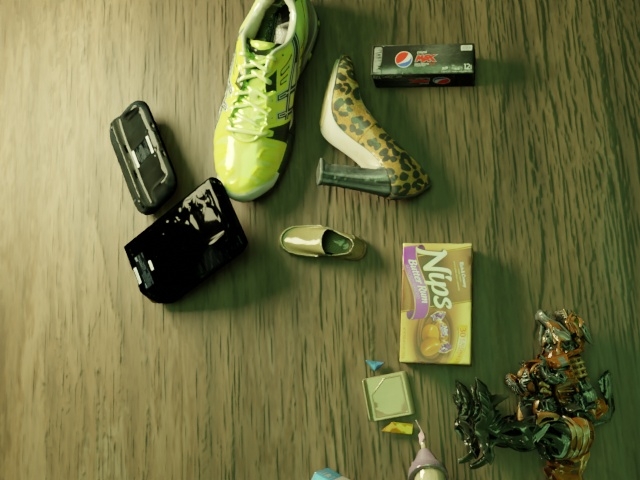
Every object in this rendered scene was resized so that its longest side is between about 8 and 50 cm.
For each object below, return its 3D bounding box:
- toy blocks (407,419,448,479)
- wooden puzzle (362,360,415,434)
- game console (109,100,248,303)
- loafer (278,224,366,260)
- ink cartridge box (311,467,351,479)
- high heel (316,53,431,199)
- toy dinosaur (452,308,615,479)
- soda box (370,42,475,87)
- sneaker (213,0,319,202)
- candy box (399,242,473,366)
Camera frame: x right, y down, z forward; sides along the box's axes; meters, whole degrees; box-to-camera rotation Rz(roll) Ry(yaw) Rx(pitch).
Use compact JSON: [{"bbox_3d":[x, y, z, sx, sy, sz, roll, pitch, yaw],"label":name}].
[{"bbox_3d":[0.192,0.425,1.047,0.308,0.260,0.289,-15,118,10],"label":"toy blocks"},{"bbox_3d":[0.106,0.243,1.231,0.078,0.014,0.116,-5,77,7],"label":"wooden puzzle"},{"bbox_3d":[-0.267,-0.086,1.349,0.213,0.044,0.361,-34,68,23],"label":"game console"},{"bbox_3d":[0.000,0.000,1.290,0.148,0.050,0.056,4,78,13],"label":"loafer"},{"bbox_3d":[0.046,0.411,1.165,0.143,0.090,0.092,23,83,17],"label":"ink cartridge box"},{"bbox_3d":[0.094,-0.188,1.314,0.186,0.093,0.261,8,65,-8],"label":"high heel"},{"bbox_3d":[0.311,0.257,1.117,0.218,0.164,0.322,5,56,-2],"label":"toy dinosaur"},{"bbox_3d":[0.171,-0.289,1.312,0.168,0.060,0.053,2,79,13],"label":"soda box"},{"bbox_3d":[-0.109,-0.256,1.323,0.145,0.147,0.385,9,82,13],"label":"sneaker"},{"bbox_3d":[0.181,0.098,1.226,0.109,0.053,0.187,1,79,13],"label":"candy box"}]
